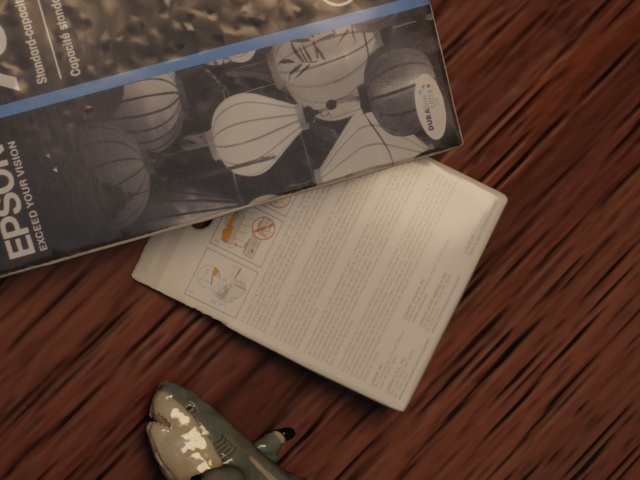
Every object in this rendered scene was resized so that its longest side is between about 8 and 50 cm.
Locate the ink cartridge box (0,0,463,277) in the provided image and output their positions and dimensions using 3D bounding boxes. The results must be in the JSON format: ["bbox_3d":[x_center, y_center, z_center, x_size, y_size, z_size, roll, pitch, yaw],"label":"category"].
[{"bbox_3d":[-0.102,-0.085,0.729,0.333,0.065,0.165,-17,102,-8],"label":"ink cartridge box"}]

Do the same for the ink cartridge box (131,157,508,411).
[{"bbox_3d":[0.000,0.000,0.813,0.179,0.045,0.145,27,88,-1],"label":"ink cartridge box"}]

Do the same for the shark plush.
[{"bbox_3d":[-0.028,0.136,0.805,0.161,0.073,0.067,17,61,-15],"label":"shark plush"}]
